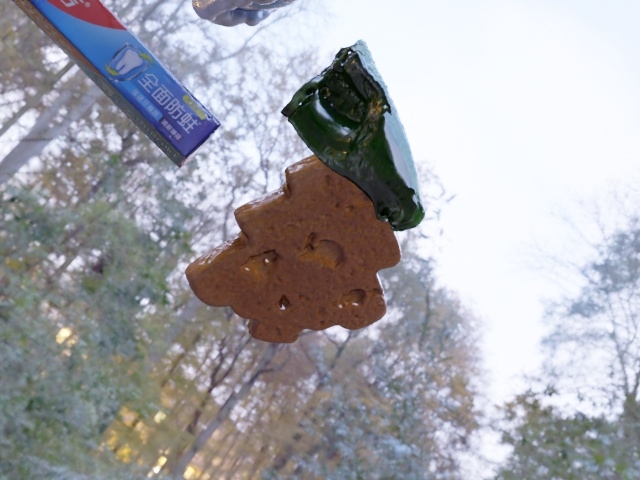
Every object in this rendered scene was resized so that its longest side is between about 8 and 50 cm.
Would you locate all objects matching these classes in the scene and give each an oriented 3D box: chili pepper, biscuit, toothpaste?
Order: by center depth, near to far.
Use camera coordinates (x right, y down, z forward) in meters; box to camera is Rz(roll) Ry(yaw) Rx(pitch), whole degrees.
[{"bbox_3d":[0.036,-0.099,0.704,0.062,0.108,0.216,15,45,-50],"label":"chili pepper"},{"bbox_3d":[-0.252,-0.223,0.854,0.320,0.066,0.076,45,-15,-8],"label":"toothpaste"},{"bbox_3d":[0.000,0.000,0.898,0.284,0.306,0.043,16,26,-30],"label":"biscuit"}]

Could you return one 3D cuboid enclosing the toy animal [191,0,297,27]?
[{"bbox_3d":[-0.076,-0.379,0.943,0.156,0.208,0.204,3,-5,-35],"label":"toy animal"}]
